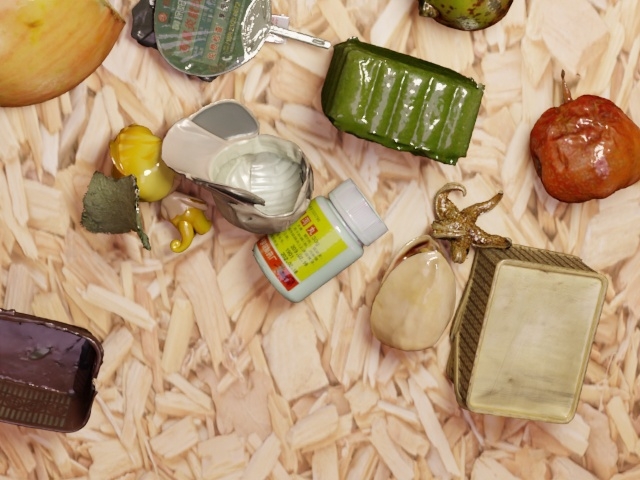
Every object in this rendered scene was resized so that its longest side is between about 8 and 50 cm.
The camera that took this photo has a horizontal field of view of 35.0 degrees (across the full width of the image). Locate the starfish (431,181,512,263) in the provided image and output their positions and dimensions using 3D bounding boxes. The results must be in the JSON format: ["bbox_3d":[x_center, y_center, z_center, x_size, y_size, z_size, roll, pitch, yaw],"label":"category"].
[{"bbox_3d":[0.276,-0.021,1.865,0.146,0.190,0.074,17,141,-6],"label":"starfish"}]

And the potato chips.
[{"bbox_3d":[-0.355,-0.046,1.775,0.059,0.228,0.167,-45,124,-27],"label":"potato chips"}]

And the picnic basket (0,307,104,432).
[{"bbox_3d":[-0.550,0.219,1.868,0.296,0.129,0.223,14,103,-11],"label":"picnic basket"}]

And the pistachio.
[{"bbox_3d":[0.175,0.101,1.887,0.157,0.157,0.230,10,118,-9],"label":"pistachio"}]

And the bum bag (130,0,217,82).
[{"bbox_3d":[-0.243,-0.349,1.771,0.197,0.049,0.087,30,78,-13],"label":"bum bag"}]

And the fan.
[{"bbox_3d":[-0.148,-0.406,1.745,0.294,0.012,0.223,-15,95,-6],"label":"fan"}]

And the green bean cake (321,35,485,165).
[{"bbox_3d":[0.132,-0.240,1.735,0.249,0.247,0.157,13,106,-9],"label":"green bean cake"}]

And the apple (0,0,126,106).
[{"bbox_3d":[-0.514,-0.355,1.675,0.309,0.314,0.252,-42,63,1],"label":"apple"}]

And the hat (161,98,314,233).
[{"bbox_3d":[-0.147,-0.111,1.766,0.275,0.232,0.161,18,129,-26],"label":"hat"}]

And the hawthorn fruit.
[{"bbox_3d":[0.463,-0.189,1.819,0.207,0.207,0.243,-21,94,1],"label":"hawthorn fruit"}]

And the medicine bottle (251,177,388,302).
[{"bbox_3d":[0.000,0.000,1.851,0.225,0.139,0.139,-36,107,6],"label":"medicine bottle"}]

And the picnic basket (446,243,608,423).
[{"bbox_3d":[0.382,0.174,1.929,0.227,0.175,0.313,9,102,-8],"label":"picnic basket"}]

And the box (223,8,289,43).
[{"bbox_3d":[-0.114,-0.376,1.778,0.117,0.036,0.051,4,105,-7],"label":"box"}]

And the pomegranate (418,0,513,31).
[{"bbox_3d":[0.253,-0.469,1.731,0.198,0.246,0.198,14,138,13],"label":"pomegranate"}]

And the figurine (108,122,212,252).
[{"bbox_3d":[-0.290,-0.098,1.809,0.156,0.131,0.246,-24,120,28],"label":"figurine"}]
